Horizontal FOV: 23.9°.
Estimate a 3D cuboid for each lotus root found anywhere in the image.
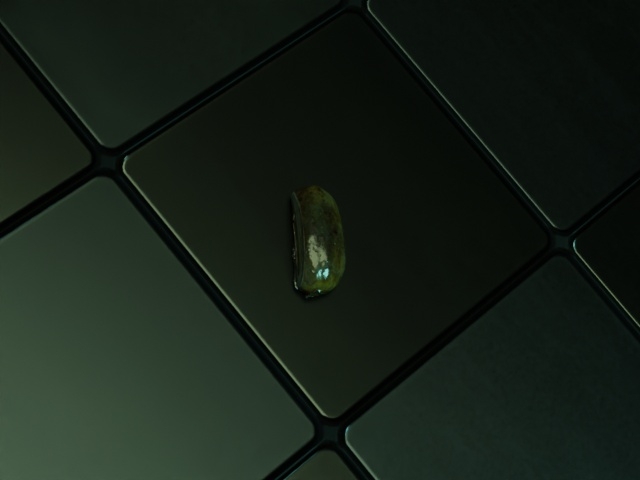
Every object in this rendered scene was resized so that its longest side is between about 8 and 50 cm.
[{"bbox_3d":[0.000,-0.001,1.093,0.037,0.030,0.083,3,68,-18],"label":"lotus root"}]
